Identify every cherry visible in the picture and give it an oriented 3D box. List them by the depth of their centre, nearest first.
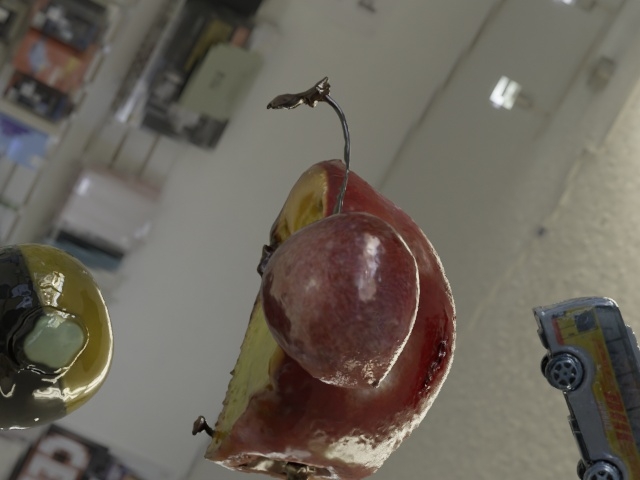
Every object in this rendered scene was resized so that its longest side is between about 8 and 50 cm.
[{"bbox_3d":[0.000,0.000,1.059,0.107,0.090,0.225,-37,-126,25],"label":"cherry"}]

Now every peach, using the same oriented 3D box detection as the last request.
[{"bbox_3d":[0.028,0.059,1.242,0.159,0.154,0.267,-37,-150,53],"label":"peach"}]

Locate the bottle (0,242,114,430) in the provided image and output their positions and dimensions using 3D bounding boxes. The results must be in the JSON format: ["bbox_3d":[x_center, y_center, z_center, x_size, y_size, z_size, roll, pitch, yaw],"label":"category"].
[{"bbox_3d":[-0.329,0.102,1.202,0.171,0.351,0.171,161,-90,-76],"label":"bottle"}]

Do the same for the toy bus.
[{"bbox_3d":[0.220,0.133,1.214,0.075,0.190,0.064,-19,180,5],"label":"toy bus"}]
